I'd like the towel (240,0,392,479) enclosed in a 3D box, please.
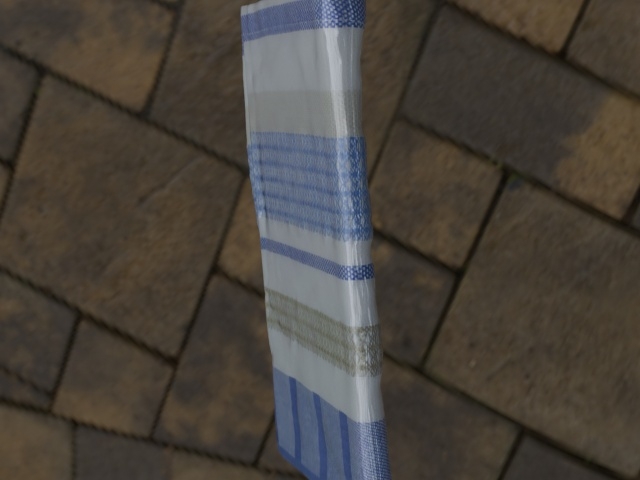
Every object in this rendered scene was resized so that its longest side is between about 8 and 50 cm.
[{"bbox_3d":[0.000,0.000,0.914,0.034,0.209,0.285,-6,95,-14],"label":"towel"}]
